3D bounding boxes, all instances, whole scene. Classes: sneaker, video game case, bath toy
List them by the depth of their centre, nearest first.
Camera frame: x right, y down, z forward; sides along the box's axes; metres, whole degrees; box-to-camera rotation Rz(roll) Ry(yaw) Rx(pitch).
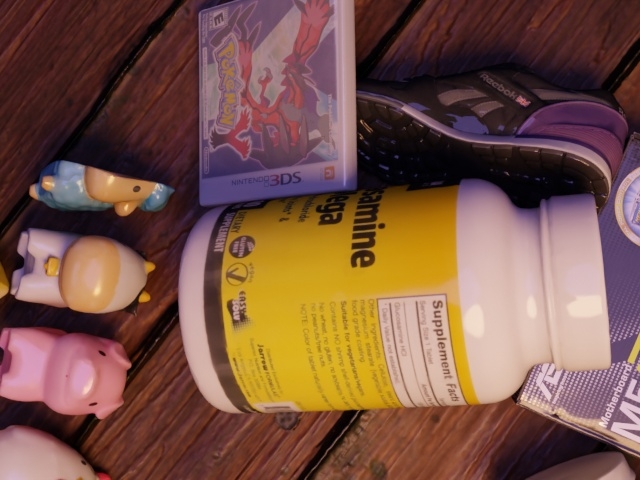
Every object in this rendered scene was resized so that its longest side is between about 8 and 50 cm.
[{"bbox_3d":[0.142,-0.113,0.840,0.283,0.107,0.124,18,57,17],"label":"sneaker"},{"bbox_3d":[-0.046,-0.138,0.844,0.184,0.023,0.201,-4,84,38],"label":"video game case"},{"bbox_3d":[-0.235,0.105,0.848,0.129,0.151,0.348,13,87,-27],"label":"bath toy"}]

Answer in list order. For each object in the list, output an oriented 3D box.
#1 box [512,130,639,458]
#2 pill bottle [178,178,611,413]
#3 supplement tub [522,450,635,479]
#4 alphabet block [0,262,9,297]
[{"bbox_3d":[0.326,0.068,0.805,0.216,0.060,0.270,24,89,8],"label":"box"},{"bbox_3d":[0.066,0.047,0.755,0.334,0.188,0.187,-6,85,16],"label":"pill bottle"},{"bbox_3d":[0.244,0.297,0.755,0.144,0.144,0.199,-24,83,5],"label":"supplement tub"},{"bbox_3d":[-0.447,0.004,0.824,0.197,0.192,0.193,-36,64,4],"label":"alphabet block"}]
